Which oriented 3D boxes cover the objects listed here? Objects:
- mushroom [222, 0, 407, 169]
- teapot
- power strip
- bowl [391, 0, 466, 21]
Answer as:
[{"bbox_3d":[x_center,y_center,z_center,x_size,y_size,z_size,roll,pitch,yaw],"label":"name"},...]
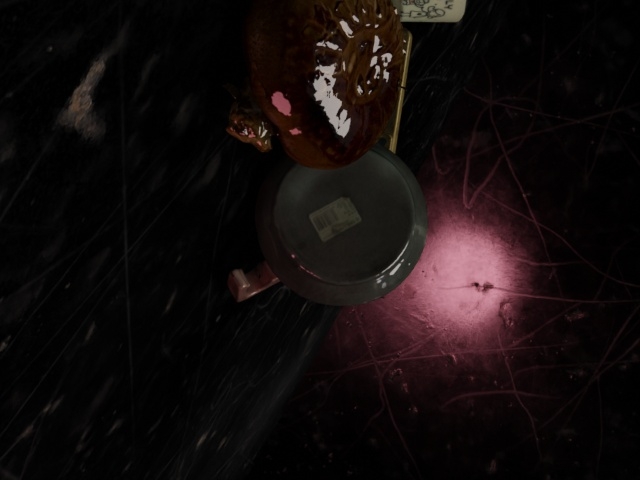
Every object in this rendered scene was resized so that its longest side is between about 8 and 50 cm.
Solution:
[{"bbox_3d":[0.002,-0.225,1.400,0.278,0.163,0.297,-50,139,-10],"label":"mushroom"},{"bbox_3d":[0.000,0.000,1.957,0.376,0.306,0.362,-29,173,-7],"label":"teapot"},{"bbox_3d":[0.126,-0.271,2.026,0.044,0.064,0.305,28,71,-78],"label":"power strip"},{"bbox_3d":[0.111,-0.410,1.481,0.126,0.238,0.238,-15,164,-2],"label":"bowl"}]
